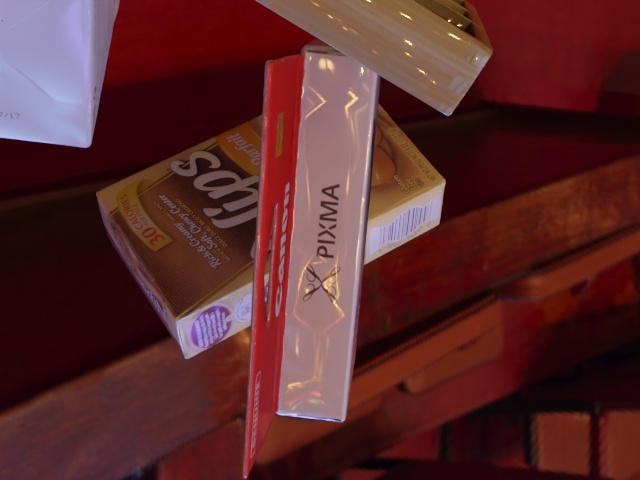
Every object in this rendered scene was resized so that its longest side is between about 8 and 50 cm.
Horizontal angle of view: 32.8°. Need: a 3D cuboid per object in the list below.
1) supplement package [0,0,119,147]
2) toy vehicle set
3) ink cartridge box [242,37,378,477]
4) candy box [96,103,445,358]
[{"bbox_3d":[-0.193,-0.196,0.674,0.134,0.139,0.244,105,-12,-50],"label":"supplement package"},{"bbox_3d":[-0.041,-0.159,0.534,0.035,0.267,0.166,-58,-173,18],"label":"toy vehicle set"},{"bbox_3d":[0.000,0.000,0.841,0.261,0.066,0.296,-67,161,-75],"label":"ink cartridge box"},{"bbox_3d":[-0.050,-0.033,1.140,0.316,0.183,0.087,-27,149,-18],"label":"candy box"}]
